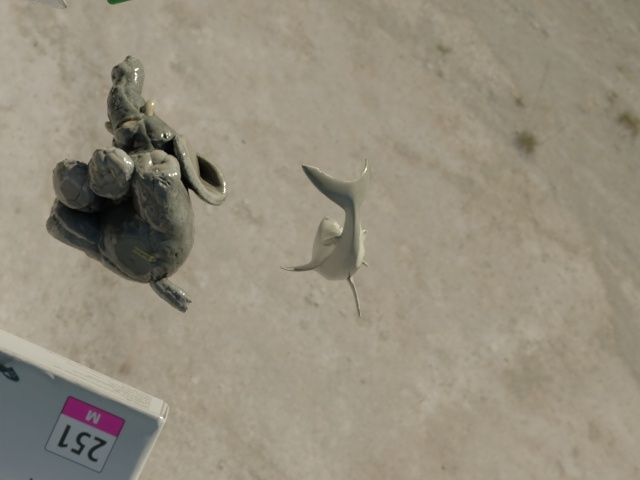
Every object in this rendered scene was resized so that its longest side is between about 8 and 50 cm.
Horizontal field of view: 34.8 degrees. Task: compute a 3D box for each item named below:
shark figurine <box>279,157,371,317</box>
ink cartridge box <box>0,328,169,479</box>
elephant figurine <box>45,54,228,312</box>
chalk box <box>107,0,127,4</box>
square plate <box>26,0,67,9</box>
[{"bbox_3d":[0.004,0.010,1.327,0.116,0.278,0.166,-5,74,-7],"label":"shark figurine"},{"bbox_3d":[-0.310,0.202,0.913,0.275,0.238,0.060,25,4,-7],"label":"ink cartridge box"},{"bbox_3d":[-0.185,-0.071,1.124,0.169,0.186,0.239,14,27,2],"label":"elephant figurine"},{"bbox_3d":[-0.180,-0.328,0.961,0.132,0.213,0.132,-26,54,-33],"label":"chalk box"},{"bbox_3d":[-0.414,-0.342,0.852,0.347,0.344,0.049,19,73,24],"label":"square plate"}]
